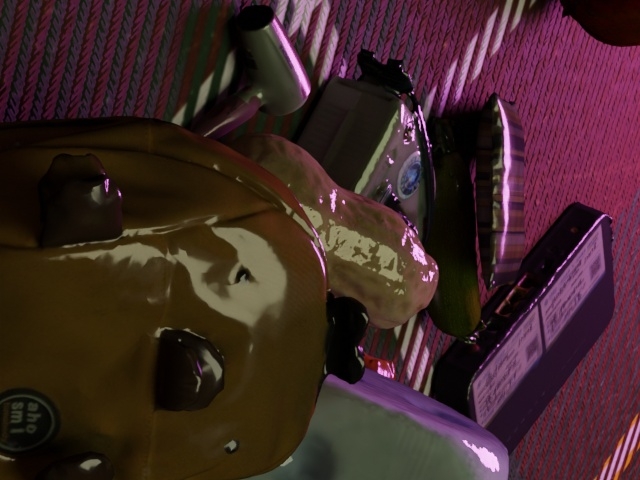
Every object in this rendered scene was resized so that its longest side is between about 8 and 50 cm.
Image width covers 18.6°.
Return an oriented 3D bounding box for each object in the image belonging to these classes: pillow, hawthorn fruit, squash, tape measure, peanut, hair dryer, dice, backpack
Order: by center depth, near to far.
[{"bbox_3d":[-0.159,0.064,1.491,0.378,0.201,0.353,-6,119,-19],"label":"backpack"},{"bbox_3d":[-0.078,-0.126,1.745,0.154,0.054,0.106,-50,143,-19],"label":"hair dryer"},{"bbox_3d":[0.000,0.000,1.771,0.256,0.123,0.123,36,77,-28],"label":"peanut"},{"bbox_3d":[0.009,0.259,1.847,0.264,0.262,0.268,-119,-126,-84],"label":"dice"},{"bbox_3d":[0.048,-0.042,1.939,0.235,0.115,0.207,-62,148,-8],"label":"tape measure"},{"bbox_3d":[0.197,-0.053,2.146,0.208,0.052,0.212,-2,94,-78],"label":"pillow"},{"bbox_3d":[0.141,0.011,2.174,0.080,0.071,0.318,-87,171,-51],"label":"squash"},{"bbox_3d":[0.382,-0.300,2.184,0.181,0.235,0.181,8,90,-66],"label":"hawthorn fruit"}]

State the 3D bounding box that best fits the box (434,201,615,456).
[{"bbox_3d":[0.264,0.129,2.471,0.350,0.058,0.211,-46,143,-32],"label":"box"}]

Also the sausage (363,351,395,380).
[{"bbox_3d":[-0.011,0.251,2.080,0.300,0.083,0.089,-60,156,-6],"label":"sausage"}]
